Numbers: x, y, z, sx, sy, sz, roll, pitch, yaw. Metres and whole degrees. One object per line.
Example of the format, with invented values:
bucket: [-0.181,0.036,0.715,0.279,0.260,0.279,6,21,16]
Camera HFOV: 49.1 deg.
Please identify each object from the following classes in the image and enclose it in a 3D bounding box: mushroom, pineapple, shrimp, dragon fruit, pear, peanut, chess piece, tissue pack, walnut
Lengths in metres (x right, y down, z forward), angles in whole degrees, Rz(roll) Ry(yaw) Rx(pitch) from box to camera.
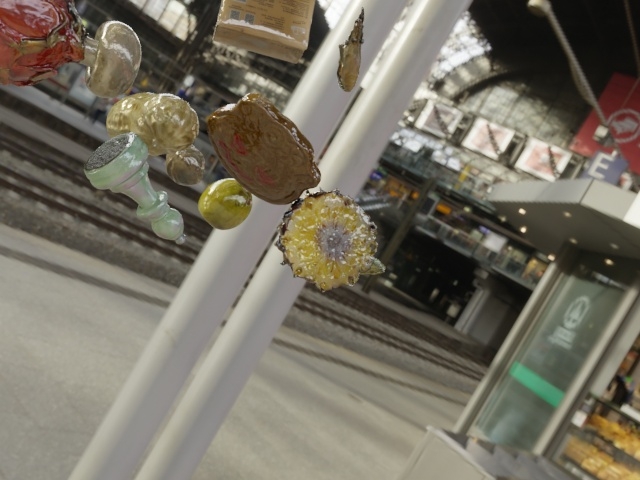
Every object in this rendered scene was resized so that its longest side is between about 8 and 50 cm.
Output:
mushroom: [-0.565,-0.472,1.798,0.204,0.204,0.204,30,1,0]
pineapple: [0.000,0.000,1.825,0.263,0.262,0.272,30,-4,-6]
shrimp: [0.080,-0.580,2.125,0.066,0.262,0.117,-12,34,-31]
dragon fruit: [-0.657,-0.453,1.438,0.343,0.277,0.277,-11,9,-10]
pear: [-0.276,-0.107,2.058,0.148,0.162,0.149,55,4,-6]
peanut: [-0.407,-0.279,1.682,0.325,0.153,0.140,8,-16,44]
chess piece: [-0.375,-0.090,1.514,0.139,0.139,0.271,31,-22,53]
tissue pack: [-0.199,-0.735,2.394,0.306,0.238,0.238,12,5,-12]
walnut: [-0.467,-0.262,2.422,0.140,0.140,0.162,30,-39,14]

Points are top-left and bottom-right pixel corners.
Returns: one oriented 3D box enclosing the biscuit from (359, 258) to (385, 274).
biscuit: [0.055,0.020,2.100,0.187,0.036,0.273,-6,-40,41]

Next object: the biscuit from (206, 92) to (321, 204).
biscuit: [-0.130,-0.193,1.577,0.257,0.049,0.273,-15,-56,46]
